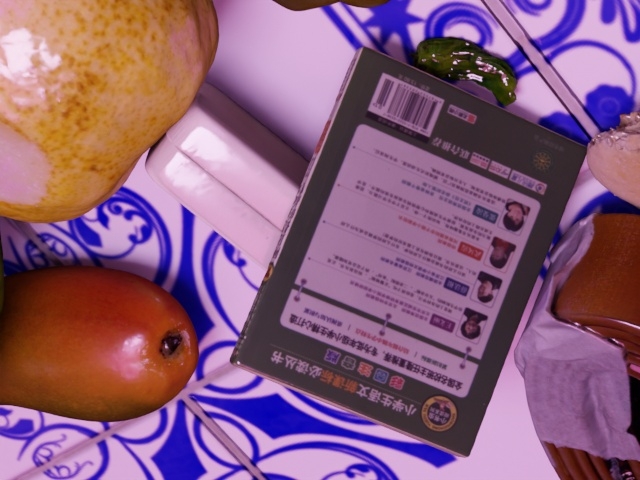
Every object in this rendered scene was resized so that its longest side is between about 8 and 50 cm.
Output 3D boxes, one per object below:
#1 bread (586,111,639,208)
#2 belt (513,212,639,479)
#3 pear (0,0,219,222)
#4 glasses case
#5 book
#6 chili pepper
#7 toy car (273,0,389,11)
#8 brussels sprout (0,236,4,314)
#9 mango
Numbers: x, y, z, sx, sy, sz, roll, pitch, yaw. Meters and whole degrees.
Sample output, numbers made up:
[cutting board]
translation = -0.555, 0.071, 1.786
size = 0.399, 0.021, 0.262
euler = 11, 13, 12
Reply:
[bread]
translation = 0.304, -0.041, 1.196
size = 0.182, 0.039, 0.251
euler = 39, 160, -8
[belt]
translation = 0.285, 0.131, 1.326
size = 0.217, 0.122, 0.338
euler = -5, 130, 37
[pear]
translation = -0.213, -0.148, 1.191
size = 0.271, 0.271, 0.271
euler = 8, 126, 12
[glasses case]
translation = 0.000, 0.000, 1.333
size = 0.313, 0.131, 0.070
euler = 39, 102, -10
[book]
translation = 0.071, 0.010, 1.263
size = 0.202, 0.027, 0.264
euler = 23, 84, -13
[chili pepper]
translation = 0.113, -0.135, 1.279
size = 0.091, 0.034, 0.030
euler = 20, 161, 2
[toy car]
translation = -0.028, -0.260, 1.155
size = 0.248, 0.204, 0.198
euler = 31, 150, -7
[brussels sprout]
translation = -0.406, 0.017, 1.332
size = 0.315, 0.276, 0.371
euler = -19, 84, 65
[mango]
translation = -0.239, 0.093, 1.483
size = 0.289, 0.129, 0.146
euler = 0, 133, 22
